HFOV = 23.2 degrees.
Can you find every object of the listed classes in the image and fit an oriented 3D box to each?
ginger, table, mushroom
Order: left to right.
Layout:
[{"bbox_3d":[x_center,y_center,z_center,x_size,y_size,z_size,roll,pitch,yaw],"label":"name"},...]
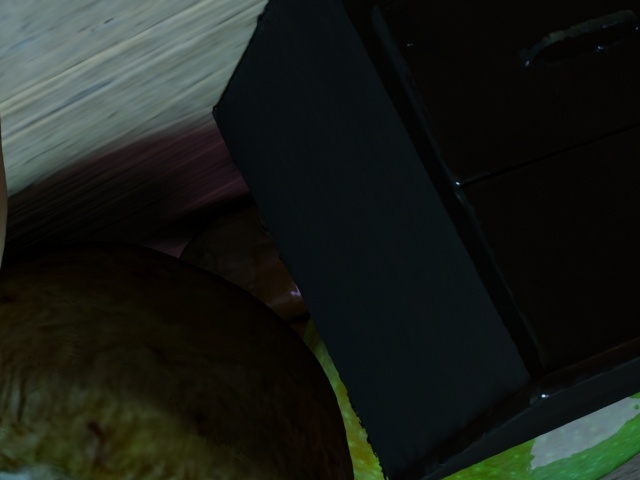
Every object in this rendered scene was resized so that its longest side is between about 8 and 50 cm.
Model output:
[{"bbox_3d":[-0.106,0.122,0.781,0.195,0.263,0.283,-62,176,-53],"label":"mushroom"},{"bbox_3d":[0.001,0.000,0.874,0.190,0.069,0.095,-23,173,-15],"label":"ginger"},{"bbox_3d":[0.084,-0.029,0.643,0.169,0.193,0.172,-19,165,-24],"label":"table"}]

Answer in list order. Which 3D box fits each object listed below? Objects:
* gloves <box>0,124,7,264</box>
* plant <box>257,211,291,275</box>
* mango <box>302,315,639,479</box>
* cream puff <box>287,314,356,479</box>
[{"bbox_3d":[-0.161,-0.017,0.316,0.197,0.152,0.301,-26,-167,-25],"label":"gloves"},{"bbox_3d":[0.026,-0.007,0.768,0.104,0.122,0.116,-17,140,-2],"label":"plant"},{"bbox_3d":[0.159,0.030,0.959,0.382,0.201,0.225,-29,-161,9],"label":"mango"},{"bbox_3d":[0.011,0.136,1.228,0.240,0.164,0.240,-9,161,-3],"label":"cream puff"}]
